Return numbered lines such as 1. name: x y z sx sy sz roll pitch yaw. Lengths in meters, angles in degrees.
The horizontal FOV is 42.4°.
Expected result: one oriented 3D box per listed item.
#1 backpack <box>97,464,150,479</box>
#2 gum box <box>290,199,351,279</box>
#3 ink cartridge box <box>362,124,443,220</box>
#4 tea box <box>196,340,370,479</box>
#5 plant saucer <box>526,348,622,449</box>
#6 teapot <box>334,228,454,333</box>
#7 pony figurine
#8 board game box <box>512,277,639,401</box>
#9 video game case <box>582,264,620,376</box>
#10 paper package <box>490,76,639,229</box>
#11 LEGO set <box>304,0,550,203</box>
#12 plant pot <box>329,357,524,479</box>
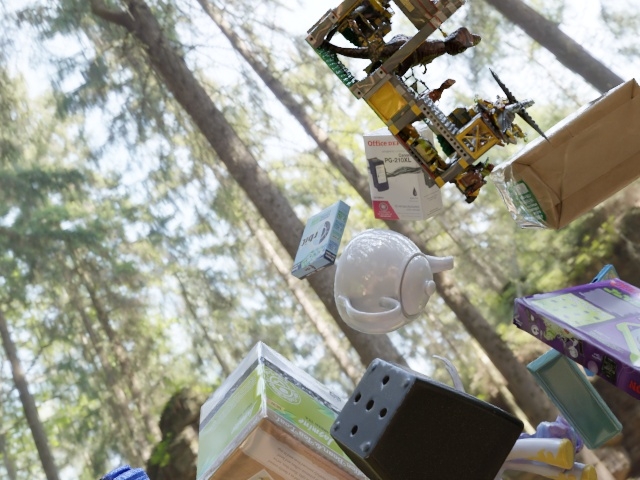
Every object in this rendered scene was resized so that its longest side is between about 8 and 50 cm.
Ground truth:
1. backpack: -0.427 0.541 1.783 0.120 0.101 0.098 -38 -9 39
2. gum box: 0.000 0.000 2.187 0.041 0.184 0.157 31 -33 -23
3. ink cartridge box: 0.220 -0.180 2.199 0.100 0.172 0.237 -24 -70 -44
4. tea box: -0.062 0.438 1.712 0.329 0.323 0.220 37 -77 -18
5. plant saucer: 0.405 0.252 1.303 0.067 0.018 0.192 -37 -75 8
6. teapot: 0.160 0.097 1.806 0.252 0.187 0.256 42 -118 -51
7. pony figurine: 0.251 0.377 1.347 0.364 0.350 0.303 -7 0 39
8. board game box: 0.448 0.143 1.100 0.208 0.347 0.056 -12 -67 -24
9. video game case: 0.479 0.135 1.413 0.166 0.015 0.119 -39 -73 -31
10. paper package: 0.530 -0.164 1.711 0.309 0.168 0.325 -35 0 2
11. LEGO set: 0.152 -0.231 1.003 0.192 0.331 0.255 -40 -4 24
12. plant pot: 0.128 0.267 1.134 0.167 0.188 0.187 37 -99 -22
